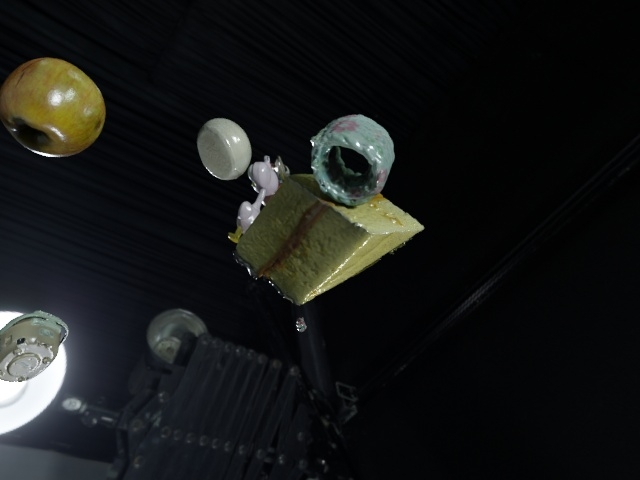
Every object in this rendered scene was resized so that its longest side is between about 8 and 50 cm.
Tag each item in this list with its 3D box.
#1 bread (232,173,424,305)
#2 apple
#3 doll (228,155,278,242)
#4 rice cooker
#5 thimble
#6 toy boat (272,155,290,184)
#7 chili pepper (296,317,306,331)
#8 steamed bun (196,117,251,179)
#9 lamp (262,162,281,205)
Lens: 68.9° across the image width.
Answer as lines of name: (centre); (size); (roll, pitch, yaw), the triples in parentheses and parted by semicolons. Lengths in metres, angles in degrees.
bread: (0.000, 0.000, 1.296); (0.345, 0.242, 0.404); (52, -56, 29)
apple: (-0.739, -0.356, 1.285); (0.264, 0.264, 0.264); (-40, -144, 37)
doll: (-0.226, -0.143, 1.649); (0.094, 0.160, 0.365); (2, -115, 18)
rice cooker: (-0.764, 0.278, 1.214); (0.206, 0.145, 0.127); (-39, -135, 12)
thimble: (0.076, -0.204, 1.156); (0.185, 0.211, 0.149); (-39, -167, 38)
toy boat: (-0.166, -0.300, 1.963); (0.210, 0.066, 0.084); (82, -9, -72)
chili pepper: (-0.085, 0.357, 1.996); (0.153, 0.041, 0.050); (-148, -108, -82)
steamed bun: (-0.428, -0.429, 2.155); (0.177, 0.283, 0.283); (-37, -170, -38)
lamp: (-0.216, -0.220, 2.109); (0.151, 0.223, 0.215); (-35, -141, 13)
